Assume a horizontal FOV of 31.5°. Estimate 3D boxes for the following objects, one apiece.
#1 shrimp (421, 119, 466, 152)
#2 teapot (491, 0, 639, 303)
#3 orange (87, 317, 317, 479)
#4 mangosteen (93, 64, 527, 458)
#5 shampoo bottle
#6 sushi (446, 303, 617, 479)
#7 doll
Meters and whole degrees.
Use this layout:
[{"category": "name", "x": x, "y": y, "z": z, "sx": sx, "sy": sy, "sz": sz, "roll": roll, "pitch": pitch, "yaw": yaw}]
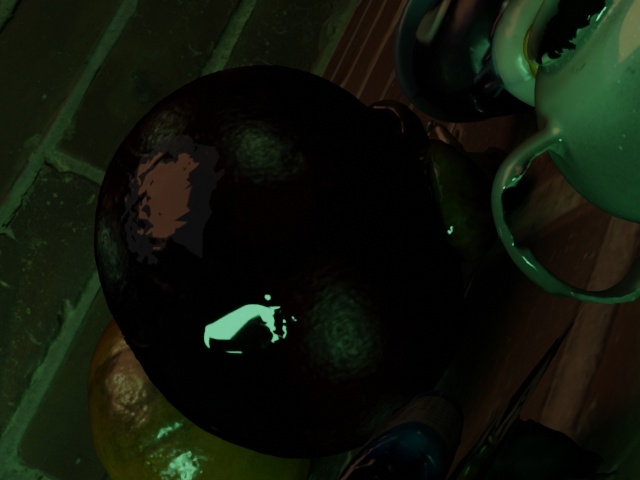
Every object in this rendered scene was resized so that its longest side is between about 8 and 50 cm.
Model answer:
[{"category": "shrimp", "x": 0.095, "y": -0.039, "z": 1.020, "sx": 0.042, "sy": 0.101, "sz": 0.190, "roll": -20, "pitch": -19, "yaw": -21}, {"category": "teapot", "x": 0.180, "y": -0.104, "z": 0.565, "sx": 0.294, "sy": 0.129, "sz": 0.193, "roll": -61, "pitch": 8, "yaw": -2}, {"category": "orange", "x": -0.098, "y": 0.149, "z": 1.021, "sx": 0.171, "sy": 0.240, "sz": 0.240, "roll": -36, "pitch": 21, "yaw": 30}, {"category": "mangosteen", "x": -0.015, "y": 0.011, "z": 0.840, "sx": 0.293, "sy": 0.297, "sz": 0.297, "roll": -19, "pitch": 31, "yaw": 28}, {"category": "shampoo bottle", "x": 0.041, "y": 0.131, "z": 0.625, "sx": 0.087, "sy": 0.050, "sz": 0.183, "roll": -54, "pitch": -9, "yaw": 7}, {"category": "sushi", "x": 0.041, "y": 0.210, "z": 0.548, "sx": 0.292, "sy": 0.059, "sz": 0.294, "roll": -50, "pitch": -11, "yaw": -36}, {"category": "doll", "x": 0.149, "y": -0.171, "z": 0.910, "sx": 0.177, "sy": 0.141, "sz": 0.314, "roll": -41, "pitch": 15, "yaw": -3}]
